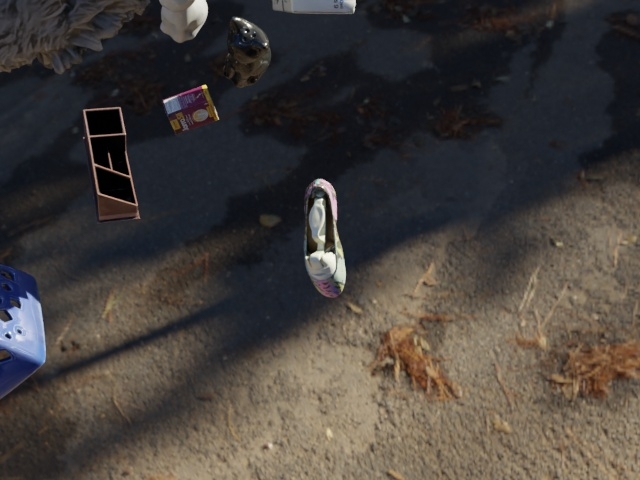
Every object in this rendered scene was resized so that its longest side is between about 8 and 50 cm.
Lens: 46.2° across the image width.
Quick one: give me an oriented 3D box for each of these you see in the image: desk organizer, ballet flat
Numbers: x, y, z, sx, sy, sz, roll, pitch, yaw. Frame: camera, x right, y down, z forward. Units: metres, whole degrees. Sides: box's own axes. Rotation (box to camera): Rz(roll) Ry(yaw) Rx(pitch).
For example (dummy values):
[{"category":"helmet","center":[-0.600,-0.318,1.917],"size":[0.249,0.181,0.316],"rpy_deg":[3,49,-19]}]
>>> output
[{"category":"desk organizer","center":[-0.239,-0.088,0.852],"size":[0.047,0.050,0.130],"rpy_deg":[-8,57,-19]},{"category":"ballet flat","center":[0.000,0.000,1.363],"size":[0.077,0.221,0.079],"rpy_deg":[-2,7,14]}]

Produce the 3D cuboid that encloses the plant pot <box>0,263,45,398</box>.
[{"category":"plant pot","center":[-0.664,0.160,1.354],"size":[0.236,0.212,0.236],"rpy_deg":[-37,45,10]}]

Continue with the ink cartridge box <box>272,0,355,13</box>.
[{"category":"ink cartridge box","center":[-0.019,-0.546,1.442],"size":[0.122,0.211,0.289],"rpy_deg":[-3,18,-10]}]

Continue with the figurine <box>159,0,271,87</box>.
[{"category":"figurine","center":[-0.173,-0.348,1.204],"size":[0.092,0.215,0.209],"rpy_deg":[-55,8,-2]}]

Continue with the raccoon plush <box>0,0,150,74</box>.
[{"category":"raccoon plush","center":[-0.198,-0.297,0.575],"size":[0.447,0.216,0.299],"rpy_deg":[-10,52,-30]}]

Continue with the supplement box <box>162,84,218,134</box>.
[{"category":"supplement box","center":[-0.231,-0.233,1.340],"size":[0.083,0.055,0.043],"rpy_deg":[-21,56,-3]}]
